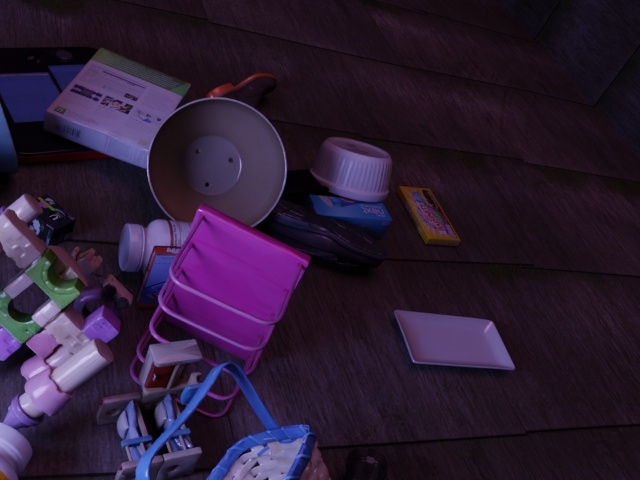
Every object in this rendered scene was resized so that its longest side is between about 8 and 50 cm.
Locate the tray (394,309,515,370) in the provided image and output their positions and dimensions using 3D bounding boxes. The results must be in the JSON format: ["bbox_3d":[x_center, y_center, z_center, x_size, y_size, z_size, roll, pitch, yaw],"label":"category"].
[{"bbox_3d":[0.291,0.227,1.683,0.271,0.030,0.145,8,40,-25],"label":"tray"}]

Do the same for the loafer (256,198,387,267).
[{"bbox_3d":[0.000,0.000,1.727,0.303,0.095,0.109,23,26,-14],"label":"loafer"}]

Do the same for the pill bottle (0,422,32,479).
[{"bbox_3d":[-0.467,0.339,0.987,0.118,0.117,0.208,26,37,-3],"label":"pill bottle"}]

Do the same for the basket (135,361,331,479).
[{"bbox_3d":[-0.116,0.351,1.095,0.288,0.201,0.255,61,34,-14],"label":"basket"}]

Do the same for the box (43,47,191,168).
[{"bbox_3d":[-0.447,-0.305,1.723,0.233,0.058,0.322,22,39,-7],"label":"box"}]

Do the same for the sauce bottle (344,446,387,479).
[{"bbox_3d":[0.045,0.470,1.168,0.112,0.111,0.344,27,37,-2],"label":"sauce bottle"}]

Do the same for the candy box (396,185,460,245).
[{"bbox_3d":[0.285,-0.066,2.028,0.105,0.027,0.205,1,44,-27],"label":"candy box"}]

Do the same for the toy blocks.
[{"bbox_3d":[-0.489,0.121,1.184,0.288,0.260,0.309,50,6,-19],"label":"toy blocks"}]

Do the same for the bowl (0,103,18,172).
[{"bbox_3d":[-0.700,-0.252,1.427,0.163,0.311,0.311,-21,57,-23],"label":"bowl"}]

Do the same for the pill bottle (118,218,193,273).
[{"bbox_3d":[-0.274,0.023,1.484,0.216,0.121,0.121,6,42,-27],"label":"pill bottle"}]

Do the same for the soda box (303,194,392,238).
[{"bbox_3d":[0.062,-0.056,1.838,0.210,0.067,0.071,5,43,-29],"label":"soda box"}]

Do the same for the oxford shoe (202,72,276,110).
[{"bbox_3d":[-0.200,-0.374,2.047,0.271,0.097,0.098,-33,88,-45],"label":"oxford shoe"}]

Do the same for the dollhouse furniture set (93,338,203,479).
[{"bbox_3d":[-0.251,0.263,1.157,0.129,0.183,0.129,-4,47,-33],"label":"dollhouse furniture set"}]

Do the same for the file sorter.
[{"bbox_3d":[-0.179,0.132,1.279,0.202,0.290,0.182,26,40,-3],"label":"file sorter"}]

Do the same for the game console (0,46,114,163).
[{"bbox_3d":[-0.584,-0.320,1.743,0.342,0.060,0.386,-8,49,-39],"label":"game console"}]

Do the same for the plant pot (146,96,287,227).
[{"bbox_3d":[-0.229,-0.159,1.646,0.284,0.284,0.191,18,2,-14],"label":"plant pot"}]

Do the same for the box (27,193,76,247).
[{"bbox_3d":[-0.520,-0.037,1.453,0.083,0.052,0.062,38,37,11],"label":"box"}]

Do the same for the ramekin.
[{"bbox_3d":[0.082,-0.183,1.912,0.207,0.108,0.207,13,19,-5],"label":"ramekin"}]

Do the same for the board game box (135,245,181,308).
[{"bbox_3d":[-0.196,0.074,1.453,0.282,0.145,0.027,3,41,-30],"label":"board game box"}]

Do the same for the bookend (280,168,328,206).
[{"bbox_3d":[-0.092,-0.142,1.836,0.156,0.072,0.157,-10,50,-41],"label":"bookend"}]
